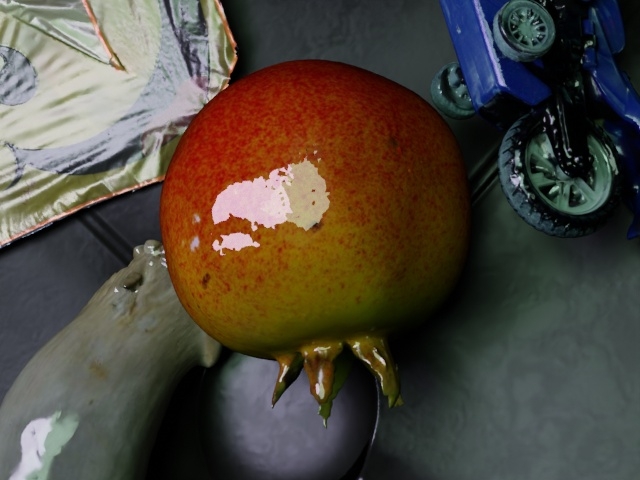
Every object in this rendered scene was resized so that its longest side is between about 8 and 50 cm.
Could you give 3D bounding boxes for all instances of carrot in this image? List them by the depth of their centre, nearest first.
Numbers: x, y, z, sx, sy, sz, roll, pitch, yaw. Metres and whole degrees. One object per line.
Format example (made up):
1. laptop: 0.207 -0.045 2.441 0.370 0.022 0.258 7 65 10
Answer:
1. carrot: -0.323 -0.132 1.262 0.248 0.043 0.043 7 77 20

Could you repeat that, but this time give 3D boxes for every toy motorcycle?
1. toy motorcycle: 0.168 -0.146 1.031 0.169 0.113 0.315 -10 76 -26

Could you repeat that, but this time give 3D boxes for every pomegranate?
1. pomegranate: 0.000 0.000 1.011 0.221 0.221 0.256 -18 75 15

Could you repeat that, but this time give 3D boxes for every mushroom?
1. mushroom: -0.168 0.191 1.064 0.177 0.126 0.397 5 77 -3

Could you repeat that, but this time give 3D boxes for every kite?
1. kite: -0.229 -0.167 1.208 0.328 0.013 0.377 28 94 13
